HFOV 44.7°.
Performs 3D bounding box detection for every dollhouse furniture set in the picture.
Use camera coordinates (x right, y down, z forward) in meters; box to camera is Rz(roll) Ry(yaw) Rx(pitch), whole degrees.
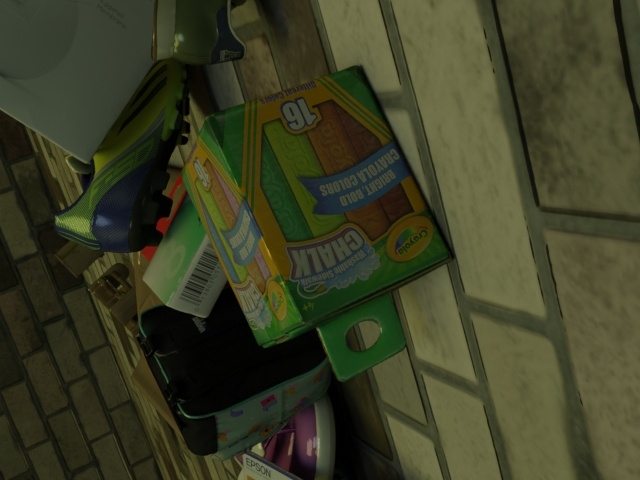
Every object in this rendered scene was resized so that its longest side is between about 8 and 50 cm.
[{"bbox_3d":[-0.384,0.067,1.571,0.242,0.161,0.212,51,164,-23],"label":"dollhouse furniture set"}]

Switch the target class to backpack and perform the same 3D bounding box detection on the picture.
[{"bbox_3d":[-0.080,0.130,0.839,0.166,0.188,0.144,50,158,39],"label":"backpack"}]

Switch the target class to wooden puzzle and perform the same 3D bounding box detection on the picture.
[{"bbox_3d":[-0.195,0.074,1.113,0.322,0.080,0.348,17,107,59],"label":"wooden puzzle"}]

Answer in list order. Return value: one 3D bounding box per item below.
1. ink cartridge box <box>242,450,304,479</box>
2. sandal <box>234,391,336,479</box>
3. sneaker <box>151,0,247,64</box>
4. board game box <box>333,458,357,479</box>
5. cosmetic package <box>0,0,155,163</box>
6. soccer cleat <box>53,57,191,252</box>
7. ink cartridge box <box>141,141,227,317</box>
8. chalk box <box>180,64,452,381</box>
[{"bbox_3d":[-0.003,0.357,0.841,0.223,0.045,0.224,14,106,44],"label":"ink cartridge box"},{"bbox_3d":[-0.081,0.268,1.018,0.416,0.102,0.169,145,123,-68],"label":"sandal"},{"bbox_3d":[-0.094,-0.235,0.675,0.064,0.086,0.192,127,148,-68],"label":"sneaker"},{"bbox_3d":[0.052,0.413,0.998,0.165,0.042,0.243,47,151,39],"label":"board game box"},{"bbox_3d":[-0.271,-0.234,0.752,0.224,0.225,0.138,36,176,-32],"label":"cosmetic package"},{"bbox_3d":[-0.210,-0.111,0.851,0.093,0.121,0.289,99,177,-51],"label":"soccer cleat"},{"bbox_3d":[-0.143,-0.038,0.850,0.224,0.056,0.181,30,93,53],"label":"ink cartridge box"},{"bbox_3d":[0.000,0.000,0.607,0.213,0.132,0.132,63,157,5],"label":"chalk box"}]
